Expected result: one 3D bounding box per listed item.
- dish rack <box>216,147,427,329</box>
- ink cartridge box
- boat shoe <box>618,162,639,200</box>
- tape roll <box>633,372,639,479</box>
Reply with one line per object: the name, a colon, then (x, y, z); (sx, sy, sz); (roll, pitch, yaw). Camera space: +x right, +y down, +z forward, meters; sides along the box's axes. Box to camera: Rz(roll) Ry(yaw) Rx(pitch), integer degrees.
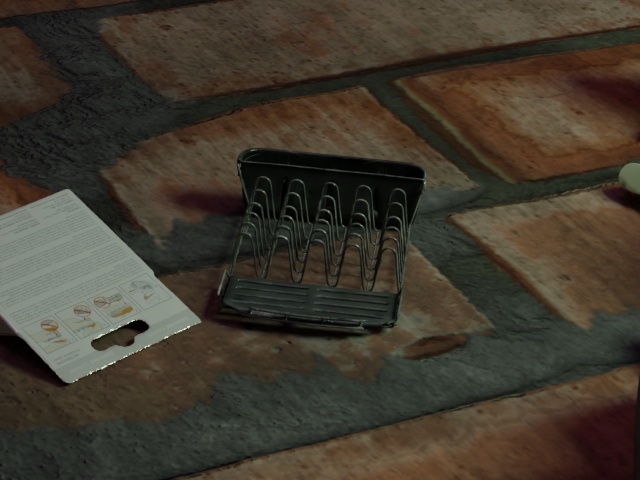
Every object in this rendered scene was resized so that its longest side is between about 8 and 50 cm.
dish rack: (0.000, 0.000, 1.945); (0.208, 0.074, 0.271); (5, 30, 5)
ink cartridge box: (-0.259, 0.056, 1.866); (0.181, 0.056, 0.224); (-25, 58, -40)
boat shoe: (0.396, -0.046, 2.096); (0.137, 0.049, 0.043); (34, 2, 43)
tape roll: (0.314, 0.168, 1.530); (0.072, 0.219, 0.219); (3, 29, -2)
